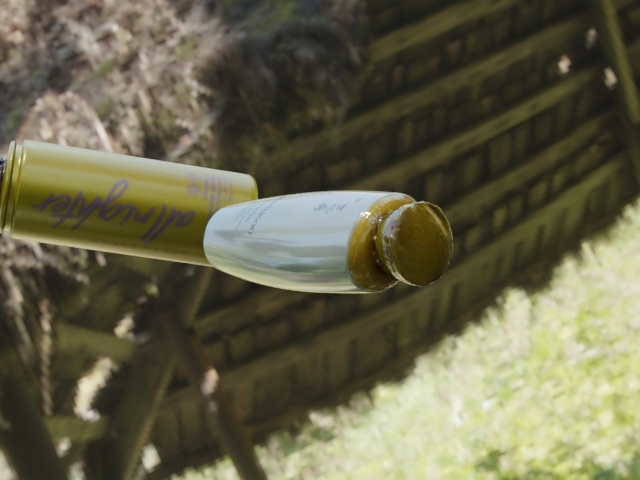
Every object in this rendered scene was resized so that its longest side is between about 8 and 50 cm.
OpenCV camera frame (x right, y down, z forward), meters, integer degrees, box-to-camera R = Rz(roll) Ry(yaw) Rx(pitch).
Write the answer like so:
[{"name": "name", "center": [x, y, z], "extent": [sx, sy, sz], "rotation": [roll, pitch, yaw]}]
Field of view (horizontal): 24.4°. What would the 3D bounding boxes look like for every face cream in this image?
[{"name": "face cream", "center": [-0.189, -0.033, 1.147], "extent": [0.273, 0.078, 0.078], "rotation": [9, -21, -13]}, {"name": "face cream", "center": [0.000, 0.000, 0.881], "extent": [0.182, 0.051, 0.072], "rotation": [3, 40, 50]}]
